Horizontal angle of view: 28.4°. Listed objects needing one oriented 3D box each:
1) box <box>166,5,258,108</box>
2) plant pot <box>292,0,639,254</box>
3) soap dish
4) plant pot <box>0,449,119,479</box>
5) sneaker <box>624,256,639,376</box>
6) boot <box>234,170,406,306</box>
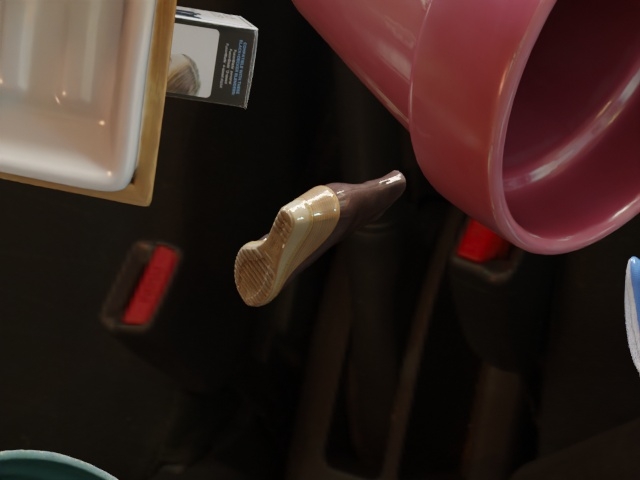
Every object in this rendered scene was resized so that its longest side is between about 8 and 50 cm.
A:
[{"bbox_3d":[-0.222,-0.214,1.358,0.290,0.169,0.087,8,103,-11],"label":"box"},{"bbox_3d":[0.086,-0.122,0.595,0.180,0.201,0.201,37,103,36],"label":"plant pot"},{"bbox_3d":[-0.253,-0.169,1.036,0.291,0.118,0.229,11,105,10],"label":"soap dish"},{"bbox_3d":[-0.234,0.298,0.808,0.196,0.293,0.293,-23,75,41],"label":"plant pot"},{"bbox_3d":[0.367,0.034,1.148,0.130,0.236,0.323,-3,53,34],"label":"sneaker"},{"bbox_3d":[0.000,0.000,1.811,0.090,0.207,0.248,59,143,18],"label":"boot"}]
